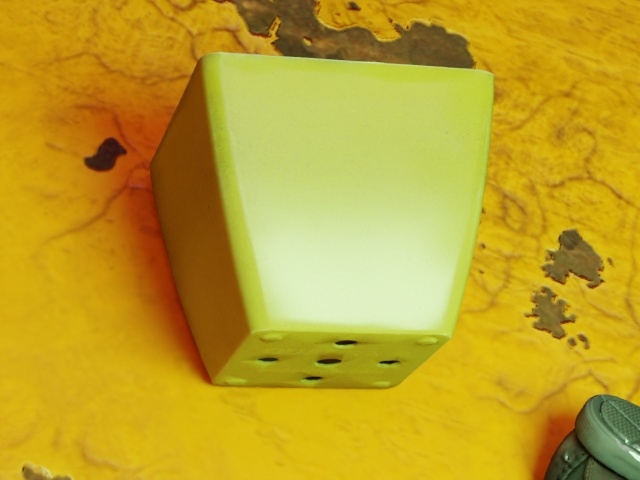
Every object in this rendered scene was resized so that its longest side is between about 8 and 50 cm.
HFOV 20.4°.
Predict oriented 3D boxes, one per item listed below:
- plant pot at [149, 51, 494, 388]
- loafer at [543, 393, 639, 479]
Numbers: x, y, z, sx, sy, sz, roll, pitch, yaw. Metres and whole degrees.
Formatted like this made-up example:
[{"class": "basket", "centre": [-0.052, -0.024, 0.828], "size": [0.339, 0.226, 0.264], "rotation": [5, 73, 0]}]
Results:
[{"class": "plant pot", "centre": [0.000, 0.000, 1.282], "size": [0.212, 0.212, 0.187], "rotation": [2, 70, -15]}, {"class": "loafer", "centre": [0.301, 0.225, 1.296], "size": [0.302, 0.095, 0.109], "rotation": [32, 24, 0]}]
